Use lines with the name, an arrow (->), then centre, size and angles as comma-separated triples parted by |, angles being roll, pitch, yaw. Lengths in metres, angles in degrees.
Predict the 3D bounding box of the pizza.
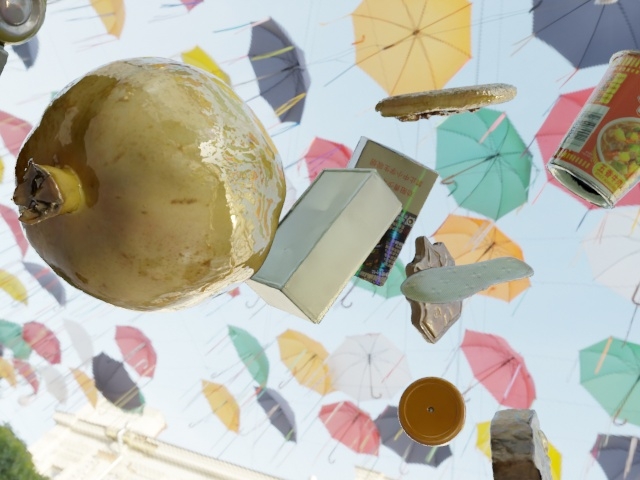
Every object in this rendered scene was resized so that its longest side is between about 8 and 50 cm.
pizza -> 0.258, -0.287, 1.191 | 0.293, 0.197, 0.058 | -7, -80, 1

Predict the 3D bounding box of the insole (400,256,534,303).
insole -> 0.288, 0.072, 1.097 | 0.109, 0.323, 0.007 | 47, -42, 47

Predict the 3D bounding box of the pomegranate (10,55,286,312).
pomegranate -> -0.200, -0.058, 0.660 | 0.319, 0.319, 0.319 | 18, -53, 26

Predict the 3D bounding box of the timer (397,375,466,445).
timer -> 0.237, 0.358, 1.140 | 0.132, 0.132, 0.152 | 12, -23, 29

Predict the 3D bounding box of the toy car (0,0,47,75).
toy car -> -0.469, -0.232, 0.581 | 0.242, 0.226, 0.335 | 25, -85, 20

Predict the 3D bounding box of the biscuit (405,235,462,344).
biscuit -> 0.234, 0.090, 1.156 | 0.034, 0.182, 0.215 | -2, -68, 43

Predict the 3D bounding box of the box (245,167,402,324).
box -> 0.000, 0.000, 0.841 | 0.086, 0.225, 0.130 | 48, -20, -30

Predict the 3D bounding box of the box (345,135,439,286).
box -> 0.124, -0.067, 1.342 | 0.198, 0.084, 0.310 | 23, -79, -15

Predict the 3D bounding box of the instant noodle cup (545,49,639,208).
instant noodle cup -> 0.500, -0.171, 0.941 | 0.193, 0.193, 0.212 | 39, -84, 9

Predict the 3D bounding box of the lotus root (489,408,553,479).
lotus root -> 0.463, 0.562, 1.218 | 0.111, 0.390, 0.375 | -18, -29, 24
